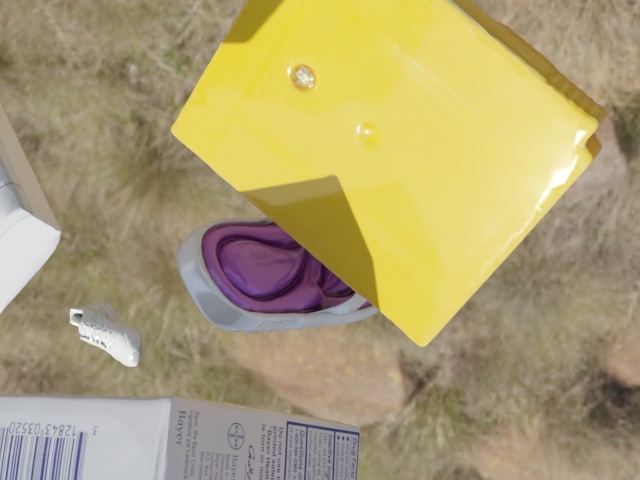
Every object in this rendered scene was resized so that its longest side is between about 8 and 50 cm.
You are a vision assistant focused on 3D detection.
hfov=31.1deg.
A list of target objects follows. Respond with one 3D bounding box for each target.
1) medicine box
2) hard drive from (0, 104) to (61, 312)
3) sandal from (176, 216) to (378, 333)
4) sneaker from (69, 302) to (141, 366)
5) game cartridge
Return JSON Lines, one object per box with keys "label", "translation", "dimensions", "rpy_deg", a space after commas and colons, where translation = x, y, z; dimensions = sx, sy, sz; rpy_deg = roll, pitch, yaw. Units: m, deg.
{"label": "medicine box", "translation": [-0.150, 0.227, 1.053], "dimensions": [0.263, 0.149, 0.289], "rpy_deg": [-5, 164, 34]}
{"label": "hard drive", "translation": [-0.321, -0.022, 0.852], "dimensions": [0.233, 0.353, 0.047], "rpy_deg": [-48, 132, 9]}
{"label": "sandal", "translation": [0.008, 0.013, 1.290], "dimensions": [0.102, 0.416, 0.169], "rpy_deg": [-34, 83, 32]}
{"label": "sneaker", "translation": [-0.291, 0.129, 1.551], "dimensions": [0.061, 0.053, 0.152], "rpy_deg": [3, -162, -38]}
{"label": "game cartridge", "translation": [0.053, -0.101, 1.023], "dimensions": [0.324, 0.053, 0.285], "rpy_deg": [40, 124, 4]}
